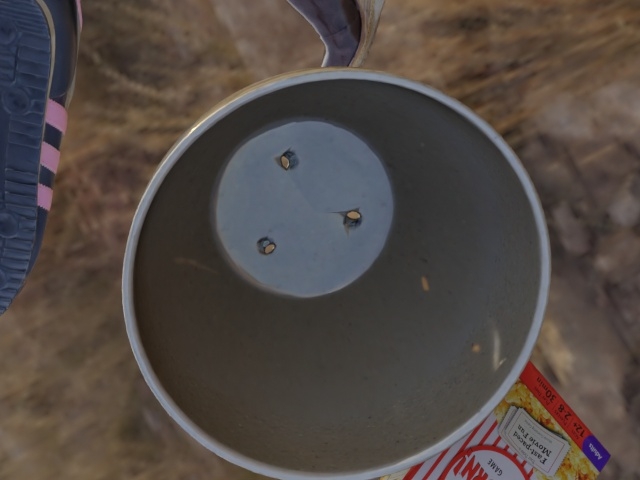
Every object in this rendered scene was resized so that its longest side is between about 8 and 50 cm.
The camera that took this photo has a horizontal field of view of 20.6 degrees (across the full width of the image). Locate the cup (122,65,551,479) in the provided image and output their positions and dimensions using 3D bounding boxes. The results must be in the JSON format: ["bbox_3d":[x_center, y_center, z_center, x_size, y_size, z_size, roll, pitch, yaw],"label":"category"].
[{"bbox_3d":[0.000,0.000,1.444,0.237,0.331,0.331,-115,6,-72],"label":"cup"}]

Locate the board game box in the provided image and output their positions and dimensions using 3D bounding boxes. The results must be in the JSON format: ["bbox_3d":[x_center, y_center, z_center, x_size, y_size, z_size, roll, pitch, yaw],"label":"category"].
[{"bbox_3d":[0.140,0.202,1.470,0.147,0.193,0.045,48,153,-17],"label":"board game box"}]

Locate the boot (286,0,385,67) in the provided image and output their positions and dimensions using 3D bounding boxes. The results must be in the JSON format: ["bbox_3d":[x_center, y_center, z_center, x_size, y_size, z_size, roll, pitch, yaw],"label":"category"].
[{"bbox_3d":[-0.023,-0.308,2.124,0.090,0.206,0.248,-80,9,-52],"label":"boot"}]

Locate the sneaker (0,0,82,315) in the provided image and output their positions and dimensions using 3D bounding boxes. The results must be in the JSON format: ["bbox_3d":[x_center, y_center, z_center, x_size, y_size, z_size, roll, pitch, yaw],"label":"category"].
[{"bbox_3d":[-0.255,-0.080,1.468,0.112,0.131,0.319,22,118,5],"label":"sneaker"}]
